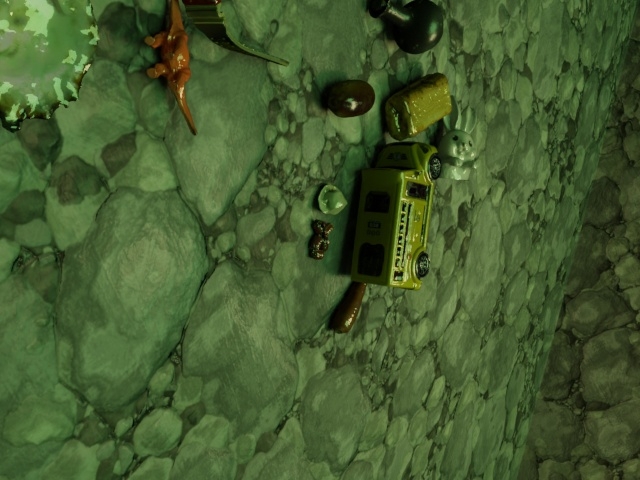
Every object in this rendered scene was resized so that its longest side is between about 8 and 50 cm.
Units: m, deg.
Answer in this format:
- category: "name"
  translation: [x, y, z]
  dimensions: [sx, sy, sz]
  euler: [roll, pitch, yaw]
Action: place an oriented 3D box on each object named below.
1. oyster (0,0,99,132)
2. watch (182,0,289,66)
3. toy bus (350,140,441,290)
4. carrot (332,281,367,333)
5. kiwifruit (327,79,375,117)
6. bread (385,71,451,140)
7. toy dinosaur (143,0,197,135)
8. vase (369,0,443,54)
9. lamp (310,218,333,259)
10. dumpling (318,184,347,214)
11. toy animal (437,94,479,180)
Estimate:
- category: "oyster"
  translation: [-0.369, -0.270, 0.851]
  dimensions: [0.198, 0.092, 0.260]
  euler: [-48, 145, -35]
- category: "watch"
  translation: [-0.124, -0.388, 1.158]
  dimensions: [0.268, 0.102, 0.165]
  euler: [1, 98, -64]
- category: "toy bus"
  translation: [0.163, -0.061, 1.590]
  dimensions: [0.151, 0.145, 0.332]
  euler: [7, 90, -50]
- category: "carrot"
  translation: [0.083, 0.120, 1.647]
  dimensions: [0.216, 0.048, 0.048]
  euler: [-64, 143, -26]
- category: "kiwifruit"
  translation: [0.063, -0.289, 1.458]
  dimensions: [0.124, 0.075, 0.075]
  euler: [-23, 119, -44]
- category: "bread"
  translation: [0.227, -0.313, 1.671]
  dimensions: [0.211, 0.083, 0.114]
  euler: [-36, 123, -44]
- category: "toy dinosaur"
  translation: [-0.225, -0.294, 1.067]
  dimensions: [0.101, 0.055, 0.280]
  euler: [-69, 157, -63]
- category: "vase"
  translation: [0.183, -0.477, 1.542]
  dimensions: [0.182, 0.120, 0.120]
  euler: [14, 89, -42]
- category: "lamp"
  translation: [0.000, 0.000, 1.499]
  dimensions: [0.063, 0.031, 0.083]
  euler: [14, 93, -54]
- category: "dumpling"
  translation: [0.021, -0.084, 1.498]
  dimensions: [0.076, 0.057, 0.052]
  euler: [-27, 164, -18]
- category: "toy animal"
  translation: [0.355, -0.262, 1.834]
  dimensions: [0.103, 0.131, 0.221]
  euler: [9, 93, -13]
